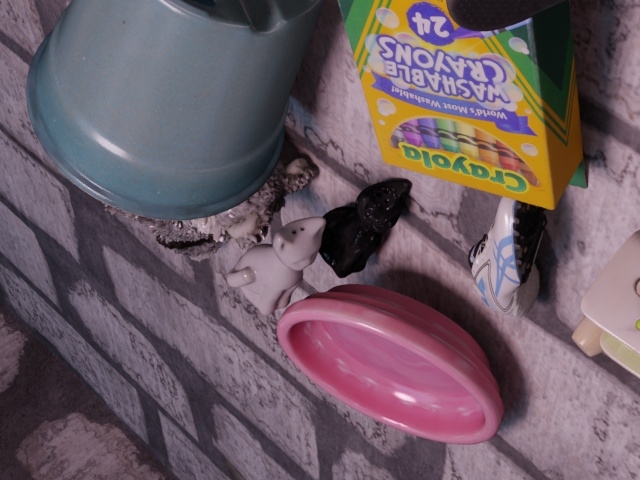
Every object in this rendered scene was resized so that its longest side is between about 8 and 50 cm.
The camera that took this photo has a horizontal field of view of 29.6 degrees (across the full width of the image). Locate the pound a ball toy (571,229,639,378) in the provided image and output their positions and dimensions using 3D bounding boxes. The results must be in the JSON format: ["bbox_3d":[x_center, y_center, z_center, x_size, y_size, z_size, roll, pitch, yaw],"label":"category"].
[{"bbox_3d":[0.395,0.108,1.189,0.319,0.136,0.208,37,175,31],"label":"pound a ball toy"}]

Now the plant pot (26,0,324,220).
[{"bbox_3d":[-0.157,-0.252,1.437,0.341,0.341,0.334,49,146,10],"label":"plant pot"}]

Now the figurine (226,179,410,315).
[{"bbox_3d":[0.000,0.000,1.584,0.092,0.214,0.209,60,153,10],"label":"figurine"}]

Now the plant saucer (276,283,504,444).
[{"bbox_3d":[0.102,0.162,1.658,0.332,0.084,0.332,23,155,11],"label":"plant saucer"}]

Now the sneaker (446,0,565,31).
[{"bbox_3d":[0.225,-0.270,0.974,0.270,0.145,0.090,-13,148,18],"label":"sneaker"}]

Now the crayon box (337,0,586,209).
[{"bbox_3d":[0.145,-0.150,1.190,0.203,0.083,0.323,18,150,28],"label":"crayon box"}]

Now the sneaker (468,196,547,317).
[{"bbox_3d":[0.206,0.014,1.367,0.086,0.085,0.237,20,154,17],"label":"sneaker"}]

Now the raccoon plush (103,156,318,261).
[{"bbox_3d":[-0.128,-0.060,1.851,0.299,0.216,0.446,25,174,22],"label":"raccoon plush"}]
